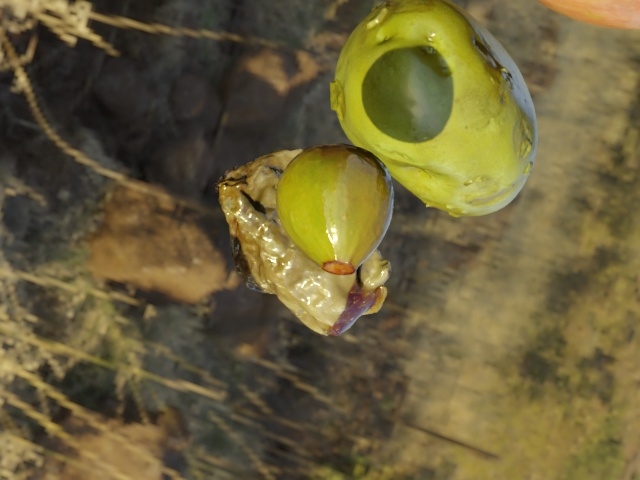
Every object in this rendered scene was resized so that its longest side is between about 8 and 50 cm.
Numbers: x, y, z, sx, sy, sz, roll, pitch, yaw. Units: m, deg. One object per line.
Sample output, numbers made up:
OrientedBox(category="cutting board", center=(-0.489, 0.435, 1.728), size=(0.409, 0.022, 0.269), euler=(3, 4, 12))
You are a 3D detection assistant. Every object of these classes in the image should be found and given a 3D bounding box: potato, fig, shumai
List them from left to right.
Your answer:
OrientedBox(category="shumai", center=(0.003, -0.001, 1.745), size=(0.184, 0.185, 0.218), euler=(-47, 140, -31))
OrientedBox(category="fig", center=(0.010, -0.017, 0.886), size=(0.074, 0.074, 0.088), euler=(91, -4, -52))
OrientedBox(category="potato", center=(0.103, -0.112, 1.219), size=(0.148, 0.186, 0.253), euler=(-52, 169, 6))

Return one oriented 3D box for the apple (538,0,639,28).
OrientedBox(category="apple", center=(0.276, -0.362, 1.190), size=(0.364, 0.364, 0.363), euler=(19, 90, -77))
